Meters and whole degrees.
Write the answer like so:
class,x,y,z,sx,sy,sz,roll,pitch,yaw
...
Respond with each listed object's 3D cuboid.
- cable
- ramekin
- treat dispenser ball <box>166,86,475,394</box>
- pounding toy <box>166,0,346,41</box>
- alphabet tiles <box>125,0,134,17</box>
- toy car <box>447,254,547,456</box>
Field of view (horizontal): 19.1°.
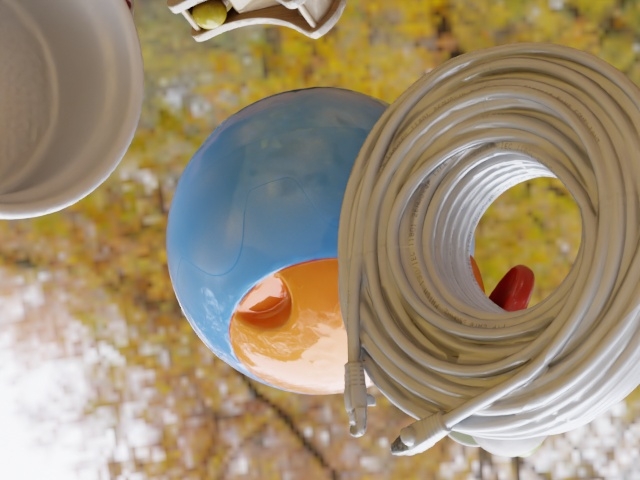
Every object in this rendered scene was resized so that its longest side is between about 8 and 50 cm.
class,x,y,z,sx,sy,sz,roll,pitch,yaw
cable,0.127,0.002,1.234,0.257,0.257,0.089,-18,158,31
ramekin,-0.309,-0.148,1.696,0.277,0.277,0.135,-21,-175,-36
treat dispenser ball,0.000,0.000,1.781,0.288,0.288,0.288,-5,-160,2
pounding toy,-0.037,-0.300,2.353,0.269,0.155,0.154,-16,-127,20
alphabet tiles,-0.286,-0.271,1.848,0.237,0.198,0.009,-3,-166,-32
toy car,0.146,0.091,1.605,0.136,0.182,0.159,-36,-176,-10
